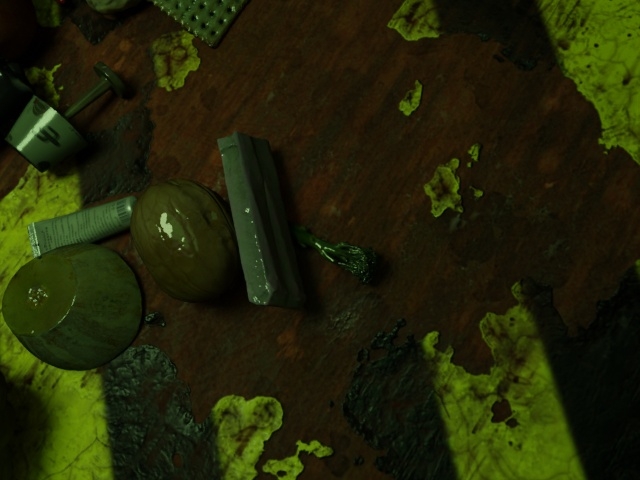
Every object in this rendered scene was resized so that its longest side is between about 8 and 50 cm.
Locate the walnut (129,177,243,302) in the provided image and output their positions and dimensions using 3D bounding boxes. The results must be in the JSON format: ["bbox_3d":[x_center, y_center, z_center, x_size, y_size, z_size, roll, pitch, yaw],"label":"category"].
[{"bbox_3d":[-0.205,-0.002,0.882,0.167,0.167,0.207,-30,87,-1],"label":"walnut"}]

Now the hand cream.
[{"bbox_3d":[-0.401,-0.026,0.975,0.233,0.050,0.080,-17,81,7],"label":"hand cream"}]

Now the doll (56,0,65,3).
[{"bbox_3d":[-0.548,-0.531,1.103,0.168,0.057,0.109,22,77,10],"label":"doll"}]

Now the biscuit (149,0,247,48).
[{"bbox_3d":[-0.241,-0.467,1.027,0.203,0.016,0.144,37,81,-16],"label":"biscuit"}]

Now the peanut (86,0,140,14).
[{"bbox_3d":[-0.346,-0.552,1.051,0.130,0.130,0.290,28,83,12],"label":"peanut"}]

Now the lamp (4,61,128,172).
[{"bbox_3d":[-0.445,-0.222,0.988,0.121,0.121,0.215,39,75,14],"label":"lamp"}]

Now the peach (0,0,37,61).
[{"bbox_3d":[-0.648,-0.402,0.996,0.252,0.252,0.253,-2,76,6],"label":"peach"}]

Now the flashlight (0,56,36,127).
[{"bbox_3d":[-0.683,-0.157,0.986,0.424,0.103,0.103,-40,75,7],"label":"flashlight"}]

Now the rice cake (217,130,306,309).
[{"bbox_3d":[-0.095,-0.035,0.877,0.050,0.106,0.298,-23,69,24],"label":"rice cake"}]

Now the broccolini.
[{"bbox_3d":[0.000,-0.002,0.920,0.216,0.067,0.058,29,78,21],"label":"broccolini"}]

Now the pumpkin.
[{"bbox_3d":[-0.416,0.105,0.903,0.217,0.110,0.218,-1,82,9],"label":"pumpkin"}]

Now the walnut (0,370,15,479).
[{"bbox_3d":[-0.595,0.287,0.811,0.276,0.253,0.282,5,78,10],"label":"walnut"}]

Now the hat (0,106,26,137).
[{"bbox_3d":[-0.574,-0.234,1.050,0.058,0.042,0.087,19,113,17],"label":"hat"}]
